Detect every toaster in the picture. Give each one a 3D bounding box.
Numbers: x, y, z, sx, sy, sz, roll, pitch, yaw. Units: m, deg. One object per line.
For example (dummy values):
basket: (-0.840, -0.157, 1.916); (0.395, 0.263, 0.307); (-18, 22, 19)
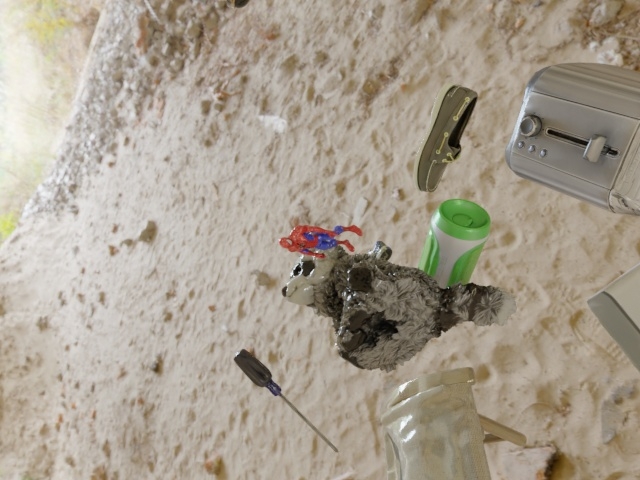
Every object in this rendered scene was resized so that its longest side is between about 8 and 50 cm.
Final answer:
toaster: (0.318, -0.100, 0.490); (0.146, 0.226, 0.129); (49, 134, 51)

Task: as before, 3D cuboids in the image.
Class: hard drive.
hard drive: (0.622, 0.153, 0.857); (0.233, 0.353, 0.047); (59, 134, 20)

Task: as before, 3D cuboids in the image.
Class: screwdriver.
screwdriver: (-0.040, 0.193, 0.578); (0.024, 0.170, 0.025); (-46, 6, -24)

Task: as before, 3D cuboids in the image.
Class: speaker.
speaker: (0.280, 0.057, 1.081); (0.131, 0.131, 0.297); (-115, 24, -46)

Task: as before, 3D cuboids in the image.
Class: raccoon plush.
raccoon plush: (0.143, 0.117, 1.046); (0.299, 0.446, 0.216); (-130, 54, -60)

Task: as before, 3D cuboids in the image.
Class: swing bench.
swing bench: (0.168, 0.333, 0.587); (0.165, 0.255, 0.253); (-22, 43, 25)

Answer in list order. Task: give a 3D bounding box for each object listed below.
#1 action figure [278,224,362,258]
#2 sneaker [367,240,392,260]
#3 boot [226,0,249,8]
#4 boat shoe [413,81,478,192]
action figure: (0.000, 0.000, 0.538); (0.030, 0.115, 0.038); (50, 126, 34)
sneaker: (0.155, 0.056, 1.346); (0.058, 0.052, 0.135); (57, 137, 37)
boot: (-0.049, -0.430, 0.767); (0.198, 0.137, 0.077); (-59, 9, -1)
boat shoe: (0.337, -0.264, 1.311); (0.091, 0.109, 0.305); (30, 119, 33)
